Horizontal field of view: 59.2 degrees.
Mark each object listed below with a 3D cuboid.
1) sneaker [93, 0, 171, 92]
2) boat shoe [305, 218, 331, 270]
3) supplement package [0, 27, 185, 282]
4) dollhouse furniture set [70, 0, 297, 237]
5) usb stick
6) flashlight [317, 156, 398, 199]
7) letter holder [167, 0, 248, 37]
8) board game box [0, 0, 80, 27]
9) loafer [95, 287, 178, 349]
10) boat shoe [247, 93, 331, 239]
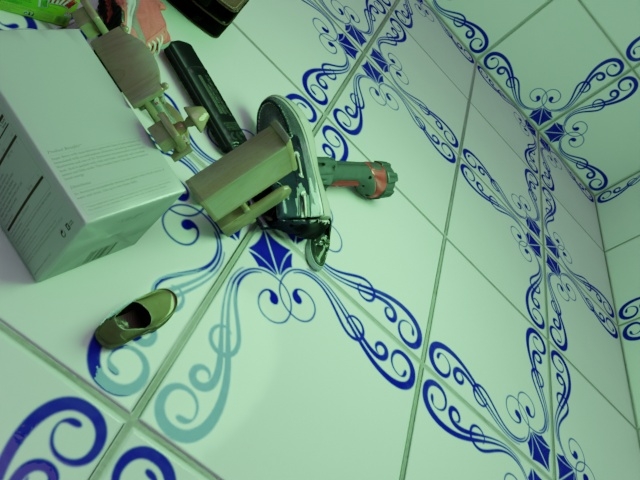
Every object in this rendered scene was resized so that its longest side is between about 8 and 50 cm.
[{"bbox_3d":[-0.348,-0.399,1.090,0.136,0.116,0.313,20,48,-39],"label":"sneaker"},{"bbox_3d":[0.000,0.000,1.216,0.049,0.040,0.142,31,42,-28],"label":"boat shoe"},{"bbox_3d":[-0.371,-0.125,0.797,0.292,0.175,0.178,57,38,3],"label":"supplement package"},{"bbox_3d":[-0.209,-0.225,0.968,0.355,0.174,0.303,54,-7,15],"label":"dollhouse furniture set"},{"bbox_3d":[-0.240,-0.302,1.191,0.277,0.045,0.077,59,30,7],"label":"usb stick"},{"bbox_3d":[0.059,-0.146,1.357,0.304,0.103,0.103,-7,93,-45],"label":"flashlight"},{"bbox_3d":[-0.312,-0.607,1.266,0.302,0.152,0.214,39,41,-19],"label":"letter holder"},{"bbox_3d":[-0.510,-0.433,0.958,0.181,0.092,0.043,-1,62,-48],"label":"board game box"},{"bbox_3d":[-0.261,0.111,0.836,0.056,0.050,0.148,53,37,-2],"label":"loafer"},{"bbox_3d":[-0.092,-0.168,1.170,0.158,0.127,0.340,3,61,-53],"label":"boat shoe"}]
